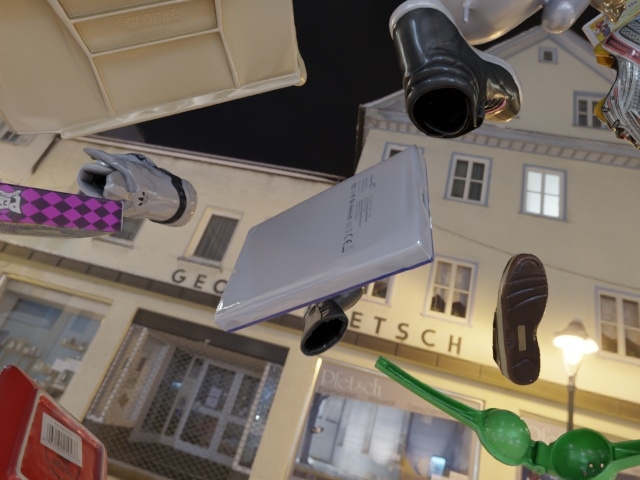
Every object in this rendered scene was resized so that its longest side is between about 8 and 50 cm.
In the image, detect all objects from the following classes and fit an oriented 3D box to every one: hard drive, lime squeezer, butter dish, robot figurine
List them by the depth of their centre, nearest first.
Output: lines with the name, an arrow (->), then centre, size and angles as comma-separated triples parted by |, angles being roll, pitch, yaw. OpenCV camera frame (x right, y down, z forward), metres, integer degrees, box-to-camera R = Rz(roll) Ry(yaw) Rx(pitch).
butter dish -> -0.276, 0.224, 0.353 | 0.160, 0.118, 0.160 | 41, -21, 58
lime squeezer -> 0.201, 0.181, 0.381 | 0.311, 0.058, 0.109 | 1, -42, 34
hard drive -> 0.000, 0.000, 0.578 | 0.319, 0.210, 0.040 | -24, -56, 29
robot figurine -> 0.258, -0.414, 0.585 | 0.300, 0.353, 0.199 | 43, -29, 13

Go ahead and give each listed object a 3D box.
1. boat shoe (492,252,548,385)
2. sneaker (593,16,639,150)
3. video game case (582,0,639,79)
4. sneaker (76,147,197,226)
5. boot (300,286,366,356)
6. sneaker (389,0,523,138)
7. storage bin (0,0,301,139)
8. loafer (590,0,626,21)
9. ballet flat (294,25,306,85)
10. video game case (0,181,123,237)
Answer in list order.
boat shoe -> 0.385, 0.151, 0.817 | 0.095, 0.257, 0.095 | 5, 2, -4
sneaker -> 0.350, -0.125, 0.427 | 0.093, 0.225, 0.088 | -12, -12, 40
video game case -> 0.757, -0.476, 0.907 | 0.227, 0.026, 0.206 | -34, -84, 27
sneaker -> -0.463, -0.140, 0.906 | 0.366, 0.137, 0.210 | 23, 5, 31
boot -> 0.031, 0.135, 0.808 | 0.076, 0.189, 0.208 | 42, -4, 5
sneaker -> 0.206, -0.196, 0.579 | 0.296, 0.146, 0.105 | 16, -23, -40
storage bin -> -0.181, -0.239, 0.406 | 0.261, 0.262, 0.123 | -18, -42, -12
loafer -> 0.524, -0.434, 0.727 | 0.056, 0.148, 0.050 | 55, -45, 15
ballet flat -> -0.099, -0.536, 1.194 | 0.086, 0.086, 0.248 | 9, -25, 17
video game case -> -0.369, -0.033, 0.426 | 0.210, 0.041, 0.232 | -2, -6, 42
